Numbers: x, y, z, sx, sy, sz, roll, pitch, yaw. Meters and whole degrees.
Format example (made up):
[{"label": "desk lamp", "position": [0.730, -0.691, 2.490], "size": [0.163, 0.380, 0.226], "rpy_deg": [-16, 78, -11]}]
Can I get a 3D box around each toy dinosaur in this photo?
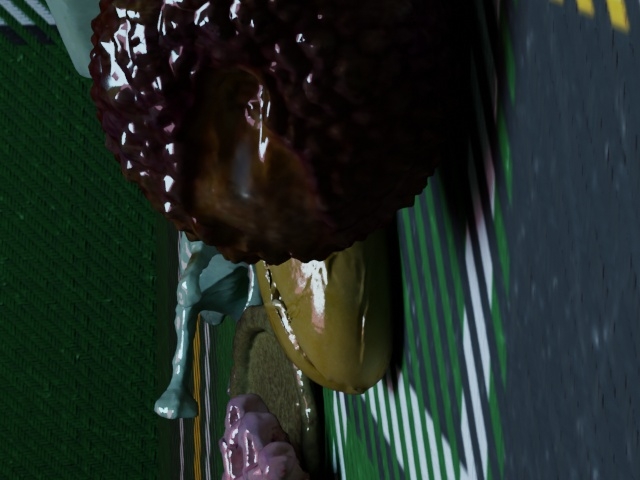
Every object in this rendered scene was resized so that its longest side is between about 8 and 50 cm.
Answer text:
[{"label": "toy dinosaur", "position": [-0.081, 0.043, 1.632], "size": [0.393, 0.092, 0.205], "rpy_deg": [41, -128, -86]}]

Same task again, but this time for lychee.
[{"label": "lychee", "position": [-0.015, -0.086, 0.924], "size": [0.188, 0.188, 0.188], "rpy_deg": [178, 90, -82]}]

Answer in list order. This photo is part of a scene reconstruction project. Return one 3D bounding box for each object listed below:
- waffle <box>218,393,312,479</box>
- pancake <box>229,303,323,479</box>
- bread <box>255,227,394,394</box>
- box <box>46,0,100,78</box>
[{"label": "waffle", "position": [-0.028, 0.233, 1.364], "size": [0.234, 0.055, 0.221], "rpy_deg": [-123, 28, -53]}, {"label": "pancake", "position": [-0.033, 0.140, 1.473], "size": [0.199, 0.021, 0.199], "rpy_deg": [173, 90, -72]}, {"label": "bread", "position": [0.000, 0.000, 1.143], "size": [0.114, 0.077, 0.189], "rpy_deg": [97, 166, -65]}, {"label": "box", "position": [-0.073, -0.235, 1.107], "size": [0.290, 0.220, 0.166], "rpy_deg": [-103, 2, -49]}]
